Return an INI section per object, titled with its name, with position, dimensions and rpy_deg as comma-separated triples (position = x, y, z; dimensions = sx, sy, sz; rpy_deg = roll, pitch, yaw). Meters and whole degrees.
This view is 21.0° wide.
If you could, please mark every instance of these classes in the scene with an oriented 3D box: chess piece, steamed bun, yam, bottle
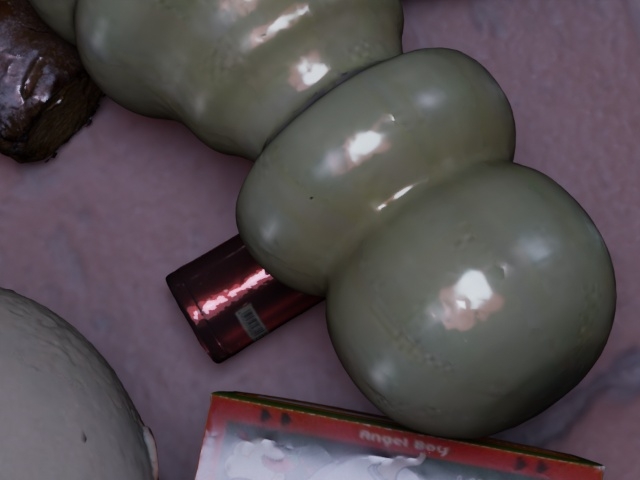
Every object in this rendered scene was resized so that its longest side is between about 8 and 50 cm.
[chess piece]
position = 0.010, -0.054, 0.832
dimensions = 0.182, 0.182, 0.330
rpy_deg = -35, 70, -1
[steamed bun]
position = -0.166, 0.158, 0.821
dimensions = 0.177, 0.283, 0.283
rpy_deg = 9, 85, -23
[yam]
position = -0.184, -0.112, 0.930
dimensions = 0.079, 0.079, 0.141
rpy_deg = -44, 83, -2
[bottle]
position = 0.000, 0.000, 0.927
dimensions = 0.164, 0.060, 0.060
rpy_deg = -31, 85, -1

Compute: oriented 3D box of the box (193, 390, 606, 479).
[box]
position = 0.027, 0.178, 0.866
dimensions = 0.195, 0.148, 0.177
rpy_deg = 11, 85, 2
